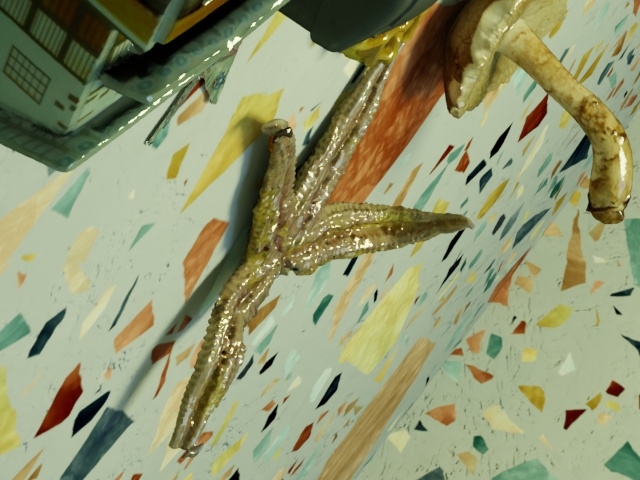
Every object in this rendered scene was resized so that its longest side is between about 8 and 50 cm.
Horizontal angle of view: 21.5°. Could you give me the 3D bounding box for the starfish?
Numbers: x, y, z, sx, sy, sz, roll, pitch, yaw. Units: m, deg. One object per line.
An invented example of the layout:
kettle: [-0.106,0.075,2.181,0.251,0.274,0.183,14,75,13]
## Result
starfish: [-0.007,-0.006,1.808,0.398,0.132,0.383,-23,139,-40]

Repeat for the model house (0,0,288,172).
model house: [-0.119,-0.186,1.004,0.224,0.198,0.215,-45,177,-39]

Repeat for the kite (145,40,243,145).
kite: [-0.105,-0.146,1.461,0.152,0.005,0.137,-52,161,-14]

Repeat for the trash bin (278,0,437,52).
trash bin: [-0.003,-0.244,1.150,0.101,0.236,0.176,-35,154,-50]

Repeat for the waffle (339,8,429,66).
waffle: [0.094,-0.276,1.692,0.229,0.057,0.219,-39,157,-47]

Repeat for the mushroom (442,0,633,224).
mushroom: [0.287,-0.205,2.017,0.233,0.302,0.208,-50,-158,28]
